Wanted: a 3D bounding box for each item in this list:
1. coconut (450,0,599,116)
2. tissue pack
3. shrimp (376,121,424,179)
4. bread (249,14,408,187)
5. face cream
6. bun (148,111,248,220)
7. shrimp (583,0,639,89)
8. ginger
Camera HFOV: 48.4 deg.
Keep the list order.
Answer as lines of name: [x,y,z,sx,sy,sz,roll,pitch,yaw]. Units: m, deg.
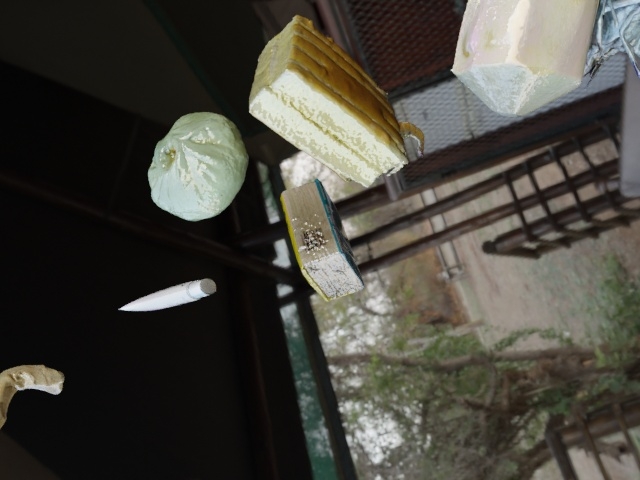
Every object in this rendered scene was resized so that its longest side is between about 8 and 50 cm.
coconut: [0.175,-0.168,0.620,0.116,0.116,0.122,-19,-60,-83]
tissue pack: [0.000,0.000,1.174,0.120,0.082,0.169,55,-166,-52]
shrimp: [0.138,-0.149,1.231,0.023,0.083,0.114,-115,43,-55]
bread: [0.018,-0.223,1.144,0.246,0.111,0.239,35,-150,-22]
face cream: [-0.162,0.061,0.752,0.038,0.115,0.020,6,-109,-60]
bun: [-0.219,-0.136,1.236,0.118,0.195,0.195,31,-145,-46]
shrimp: [0.538,-0.418,1.124,0.166,0.221,0.410,45,120,53]
ginger: [-0.468,0.265,0.940,0.075,0.288,0.089,51,158,-14]
